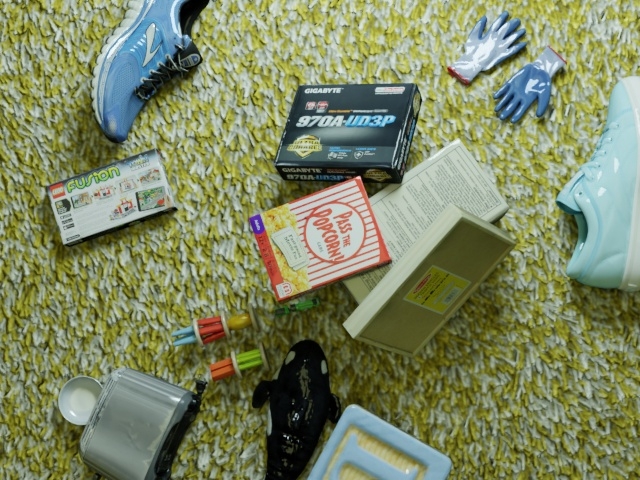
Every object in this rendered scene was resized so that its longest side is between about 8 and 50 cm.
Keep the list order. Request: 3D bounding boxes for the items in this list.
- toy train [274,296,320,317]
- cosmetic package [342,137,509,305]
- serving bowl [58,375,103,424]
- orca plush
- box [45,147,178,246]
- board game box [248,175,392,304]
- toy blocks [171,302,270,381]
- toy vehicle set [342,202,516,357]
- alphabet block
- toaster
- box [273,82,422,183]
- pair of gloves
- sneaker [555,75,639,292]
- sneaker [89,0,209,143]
[{"bbox_3d":[-0.040,0.114,1.840,0.083,0.024,0.017,-17,81,1],"label":"toy train"},{"bbox_3d":[0.150,-0.021,1.795,0.296,0.129,0.153,-33,82,-2],"label":"cosmetic package"},{"bbox_3d":[-0.406,0.275,1.837,0.083,0.027,0.083,-1,81,3],"label":"serving bowl"},{"bbox_3d":[-0.060,0.304,1.775,0.151,0.102,0.287,30,85,7],"label":"orca plush"},{"bbox_3d":[-0.366,-0.075,1.879,0.207,0.036,0.114,-18,81,1],"label":"box"},{"bbox_3d":[0.000,0.000,1.714,0.193,0.045,0.147,-21,79,1],"label":"board game box"},{"bbox_3d":[-0.172,0.184,1.821,0.148,0.054,0.123,-16,79,1],"label":"toy blocks"},{"bbox_3d":[0.178,0.071,1.728,0.267,0.166,0.035,-50,48,15],"label":"toy vehicle set"},{"bbox_3d":[0.083,0.385,1.709,0.192,0.197,0.193,30,85,8],"label":"alphabet block"},{"bbox_3d":[-0.299,0.307,1.777,0.146,0.129,0.227,23,85,8],"label":"toaster"},{"bbox_3d":[0.048,-0.182,1.800,0.220,0.051,0.175,3,60,24],"label":"box"},{"bbox_3d":[0.332,-0.302,1.877,0.198,0.023,0.159,43,88,9],"label":"pair of gloves"},{"bbox_3d":[0.473,-0.101,1.784,0.150,0.135,0.366,4,82,1],"label":"sneaker"},{"bbox_3d":[-0.291,-0.320,1.863,0.147,0.130,0.330,21,84,8],"label":"sneaker"}]
